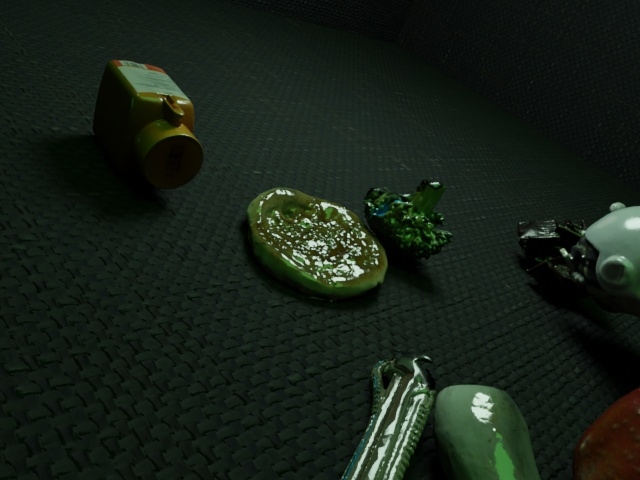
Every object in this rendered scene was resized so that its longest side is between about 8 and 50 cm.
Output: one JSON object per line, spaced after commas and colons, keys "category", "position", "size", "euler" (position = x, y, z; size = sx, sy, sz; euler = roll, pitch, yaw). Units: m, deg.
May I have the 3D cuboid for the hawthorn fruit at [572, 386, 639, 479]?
{"category": "hawthorn fruit", "position": [0.420, 0.257, 0.597], "size": [0.254, 0.300, 0.254], "euler": [21, 26, -11]}

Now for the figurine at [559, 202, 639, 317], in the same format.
{"category": "figurine", "position": [0.624, 0.054, 0.980], "size": [0.253, 0.211, 0.361], "euler": [30, -1, -16]}

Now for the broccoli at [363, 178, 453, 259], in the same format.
{"category": "broccoli", "position": [0.168, -0.049, 1.053], "size": [0.154, 0.160, 0.167], "euler": [26, 10, -34]}

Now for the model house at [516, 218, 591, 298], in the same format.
{"category": "model house", "position": [0.523, 0.028, 1.230], "size": [0.164, 0.141, 0.203], "euler": [30, 30, -12]}

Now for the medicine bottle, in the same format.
{"category": "medicine bottle", "position": [-0.287, -0.187, 0.938], "size": [0.112, 0.149, 0.222], "euler": [-3, 39, -41]}

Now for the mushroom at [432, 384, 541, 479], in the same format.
{"category": "mushroom", "position": [0.196, 0.273, 0.610], "size": [0.118, 0.103, 0.270], "euler": [28, 30, -28]}

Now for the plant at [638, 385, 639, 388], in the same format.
{"category": "plant", "position": [0.590, 0.248, 0.806], "size": [0.178, 0.234, 0.204], "euler": [12, 49, -28]}

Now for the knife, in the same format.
{"category": "knife", "position": [0.060, 0.239, 0.620], "size": [0.089, 0.043, 0.365], "euler": [-1, 22, 23]}

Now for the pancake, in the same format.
{"category": "pancake", "position": [-0.001, 0.001, 0.960], "size": [0.282, 0.049, 0.282], "euler": [18, 33, -12]}
